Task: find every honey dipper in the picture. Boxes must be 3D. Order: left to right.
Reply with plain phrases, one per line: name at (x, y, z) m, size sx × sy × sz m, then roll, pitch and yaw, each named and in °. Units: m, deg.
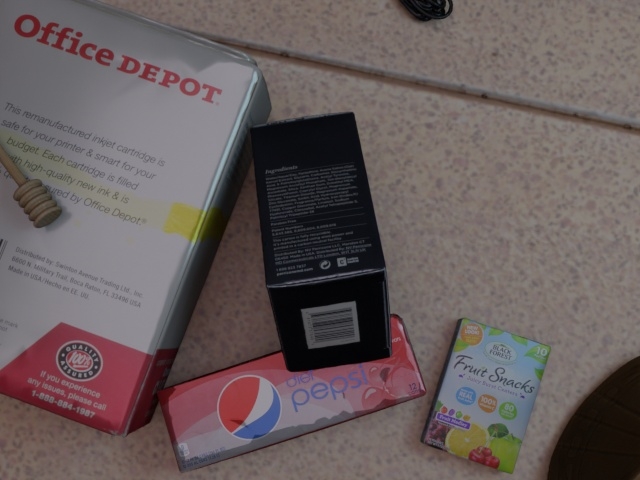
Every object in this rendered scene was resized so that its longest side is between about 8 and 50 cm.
honey dipper at (-0.300, -0.081, 0.872) m, size 0.030 × 0.030 × 0.160 m, roll -39°, pitch 82°, yaw -4°

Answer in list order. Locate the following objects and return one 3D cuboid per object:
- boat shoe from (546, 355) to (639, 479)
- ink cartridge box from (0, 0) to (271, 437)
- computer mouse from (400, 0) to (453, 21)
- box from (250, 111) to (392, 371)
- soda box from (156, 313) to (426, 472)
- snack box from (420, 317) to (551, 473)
boat shoe at (0.308, 0.281, 0.962) m, size 0.123 × 0.123 × 0.342 m, roll 33°, pitch 78°, yaw -26°
ink cartridge box at (-0.243, -0.032, 0.961) m, size 0.279 × 0.160 × 0.384 m, roll 21°, pitch 85°, yaw 3°
computer mouse at (0.142, -0.393, 1.056) m, size 0.184 × 0.060 × 0.262 m, roll 39°, pitch 97°, yaw 0°
box at (0.000, 0.000, 0.920) m, size 0.108 × 0.153 × 0.207 m, roll -9°, pitch 53°, yaw 0°
soda box at (-0.029, 0.158, 0.979) m, size 0.263 × 0.083 × 0.092 m, roll -18°, pitch 84°, yaw -1°
snack box at (0.175, 0.165, 1.000) m, size 0.100 × 0.037 × 0.141 m, roll 19°, pitch 84°, yaw 1°
